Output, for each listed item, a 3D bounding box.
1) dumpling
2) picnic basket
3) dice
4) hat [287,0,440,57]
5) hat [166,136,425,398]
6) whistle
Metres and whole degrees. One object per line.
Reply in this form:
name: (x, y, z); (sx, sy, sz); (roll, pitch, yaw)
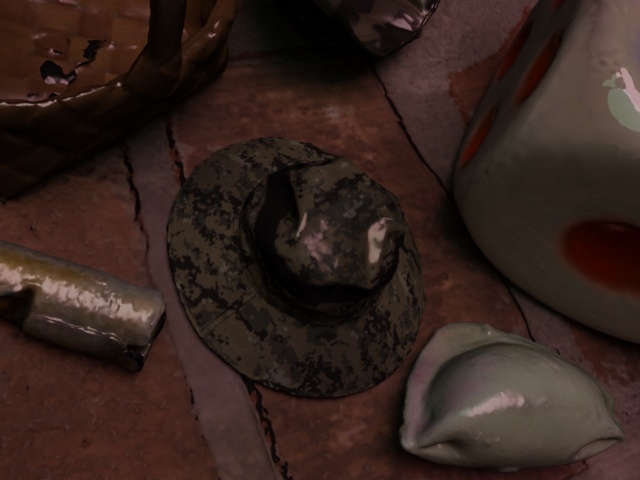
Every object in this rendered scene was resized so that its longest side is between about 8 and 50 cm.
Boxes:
dumpling: (0.156, 0.142, 0.689); (0.216, 0.149, 0.105); (-3, 101, -20)
picnic basket: (-0.208, -0.238, 0.595); (0.337, 0.337, 0.293); (-39, 84, -30)
dice: (0.322, -0.097, 0.749); (0.304, 0.277, 0.304); (28, 61, -3)
hat: (-0.037, -0.383, 0.802); (0.381, 0.257, 0.366); (31, 49, 19)
hat: (0.000, 0.000, 0.672); (0.265, 0.128, 0.266); (7, 68, -17)
whistle: (-0.280, 0.020, 0.599); (0.326, 0.057, 0.068); (22, 58, -9)
